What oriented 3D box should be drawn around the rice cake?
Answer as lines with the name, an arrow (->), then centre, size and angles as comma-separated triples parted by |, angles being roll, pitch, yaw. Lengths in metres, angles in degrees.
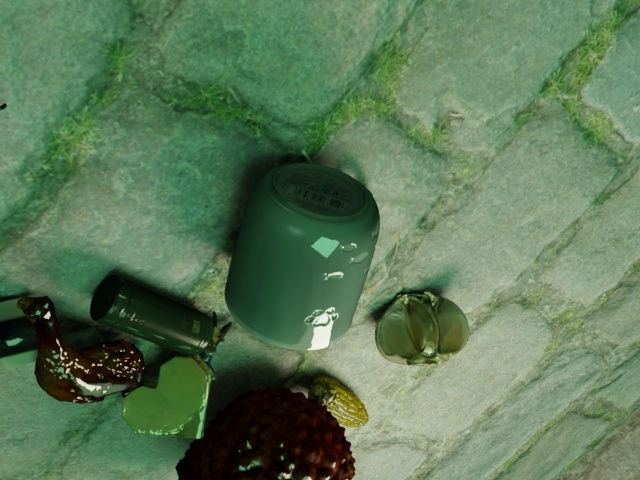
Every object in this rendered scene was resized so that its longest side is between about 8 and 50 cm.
rice cake -> -0.456, 0.256, 1.460 | 0.085, 0.040, 0.226 | -24, 136, -4

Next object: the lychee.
lychee -> -0.113, 0.558, 1.651 | 0.424, 0.425, 0.500 | -40, 150, 10

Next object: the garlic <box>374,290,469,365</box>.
garlic -> 0.246, 0.223, 1.732 | 0.229, 0.178, 0.143 | -8, 166, 2

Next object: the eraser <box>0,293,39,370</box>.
eraser -> -0.697, 0.198, 1.245 | 0.403, 0.098, 0.096 | -12, 138, -17

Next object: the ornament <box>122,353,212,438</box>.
ornament -> -0.304, 0.349, 1.495 | 0.201, 0.059, 0.180 | -37, 95, 7

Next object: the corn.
corn -> 0.047, 0.425, 1.832 | 0.097, 0.097, 0.261 | -38, 139, 8

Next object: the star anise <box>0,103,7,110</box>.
star anise -> -0.542, -0.139, 1.052 | 0.190, 0.070, 0.097 | -31, 163, -1

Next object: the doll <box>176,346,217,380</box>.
doll -> -0.283, 0.290, 1.551 | 0.114, 0.085, 0.152 | 22, 109, -13

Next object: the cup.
cup -> 0.000, 0.000, 1.348 | 0.356, 0.259, 0.275 | -31, 146, -46

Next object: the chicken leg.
chicken leg -> -0.442, 0.222, 1.292 | 0.158, 0.096, 0.407 | -48, 150, -13

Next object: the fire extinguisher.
fire extinguisher -> -0.307, 0.160, 1.419 | 0.095, 0.115, 0.311 | -8, 150, 40
